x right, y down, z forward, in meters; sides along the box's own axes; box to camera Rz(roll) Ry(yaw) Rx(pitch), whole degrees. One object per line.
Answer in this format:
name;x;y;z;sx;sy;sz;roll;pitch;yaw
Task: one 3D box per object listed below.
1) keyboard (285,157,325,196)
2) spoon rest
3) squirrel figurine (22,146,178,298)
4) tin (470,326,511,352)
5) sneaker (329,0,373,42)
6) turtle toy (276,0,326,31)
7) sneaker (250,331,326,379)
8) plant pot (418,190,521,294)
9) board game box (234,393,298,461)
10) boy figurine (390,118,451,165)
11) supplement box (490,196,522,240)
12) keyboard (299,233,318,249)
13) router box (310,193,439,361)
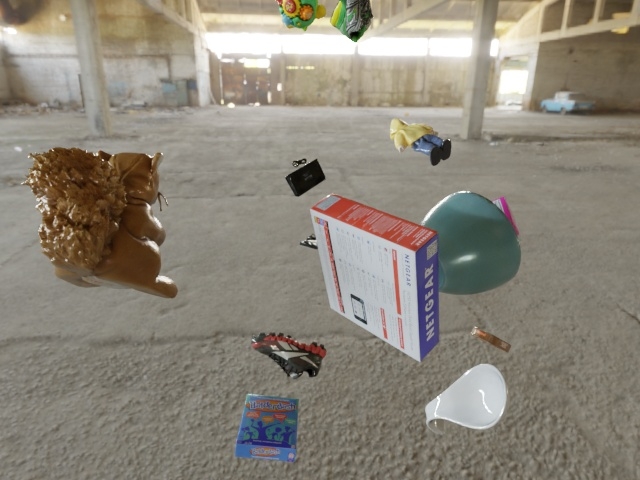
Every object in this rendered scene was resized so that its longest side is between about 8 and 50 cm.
keyboard;-0.054;-0.222;1.479;0.023;0.108;0.180;-15;17;39
spoon rest;0.325;0.379;1.018;0.084;0.276;0.137;17;48;-16
squirrel figurine;-0.520;-0.082;1.116;0.281;0.370;0.397;5;-19;10
tin;0.627;0.365;1.633;0.190;0.040;0.106;30;1;-40
sneaker;0.143;-0.848;1.596;0.134;0.146;0.343;-46;1;-8
turtle toy;-0.051;-0.482;0.880;0.095;0.130;0.066;-4;28;30
sneaker;-0.112;0.401;1.531;0.276;0.135;0.097;20;-30;-18
plant pot;0.361;0.035;1.221;0.195;0.290;0.290;-26;29;-24
board game box;-0.145;0.524;1.259;0.160;0.047;0.210;6;16;-3
boy figurine;0.351;-0.380;1.682;0.177;0.092;0.285;-32;44;-18
supplement box;0.513;-0.031;1.435;0.220;0.111;0.114;-22;45;27
keyboard;0.000;0.000;1.474;0.100;0.038;0.192;14;7;29
router box;0.131;0.086;1.055;0.082;0.335;0.301;-36;43;-30
